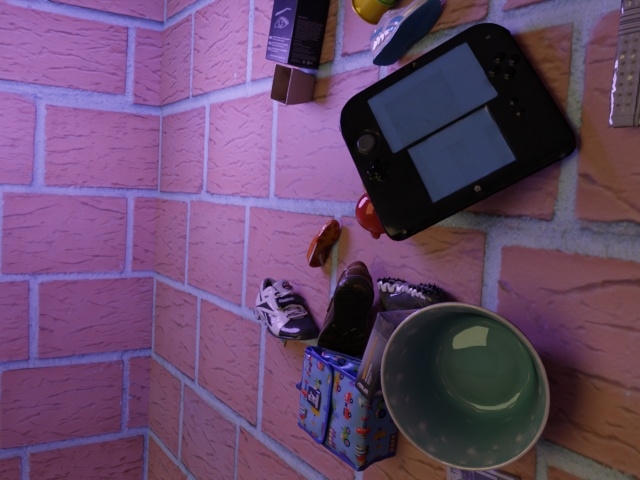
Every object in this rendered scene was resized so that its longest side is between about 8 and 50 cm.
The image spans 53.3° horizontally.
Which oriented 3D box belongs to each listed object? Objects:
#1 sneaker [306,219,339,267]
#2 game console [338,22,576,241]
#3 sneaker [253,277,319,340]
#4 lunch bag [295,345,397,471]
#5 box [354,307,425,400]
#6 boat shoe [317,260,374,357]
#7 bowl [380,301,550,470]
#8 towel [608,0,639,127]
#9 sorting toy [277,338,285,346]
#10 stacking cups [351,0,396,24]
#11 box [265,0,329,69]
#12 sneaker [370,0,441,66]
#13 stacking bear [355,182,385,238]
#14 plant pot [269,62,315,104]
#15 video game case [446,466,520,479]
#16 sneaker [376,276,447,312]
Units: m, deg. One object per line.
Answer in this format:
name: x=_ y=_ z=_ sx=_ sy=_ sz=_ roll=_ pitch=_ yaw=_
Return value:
sneaker: x=0.000 y=0.000 z=1.812 sx=0.175 sy=0.064 sz=0.067 roll=-58 pitch=34 yaw=35
game console: x=0.245 y=-0.221 z=1.253 sx=0.387 sy=0.060 sz=0.341 roll=-28 pitch=60 yaw=15
sneaker: x=-0.111 y=0.200 z=1.925 sx=0.331 sy=0.123 sz=0.146 roll=23 pitch=111 yaw=55
lunch bag: x=0.047 y=0.405 z=1.616 sx=0.293 sy=0.138 sz=0.220 roll=14 pitch=104 yaw=46
box: x=0.198 y=0.234 z=1.344 sx=0.056 sy=0.231 sz=0.183 roll=40 pitch=123 yaw=48
boat shoe: x=0.074 y=0.189 z=1.664 sx=0.120 sy=0.123 sz=0.324 roll=-78 pitch=4 yaw=-50
bowl: x=0.287 y=0.255 z=1.213 sx=0.312 sy=0.163 sz=0.311 roll=4 pitch=98 yaw=29
towel: x=0.582 y=-0.318 z=0.931 sx=0.312 sy=0.056 sz=0.324 roll=11 pitch=97 yaw=54
sorting toy: x=-0.132 y=0.296 z=2.059 sx=0.083 sy=0.012 sz=0.062 roll=40 pitch=123 yaw=50
stacking cups: x=0.201 y=-0.649 z=1.495 sx=0.316 sy=0.096 sz=0.096 roll=-40 pitch=57 yaw=44
box: x=-0.071 y=-0.622 z=1.881 sx=0.153 sy=0.108 sz=0.207 roll=35 pitch=118 yaw=52
sneaker: x=0.189 y=-0.509 z=1.498 sx=0.229 sy=0.087 sz=0.092 roll=-33 pitch=60 yaw=50
stacking bear: x=0.170 y=-0.136 z=1.471 sx=0.175 sy=0.164 sz=0.289 roll=61 pitch=142 yaw=37
plant pot: x=-0.078 y=-0.461 z=1.902 sx=0.109 sy=0.096 sz=0.109 roll=34 pitch=118 yaw=51
video game case: x=0.333 y=0.551 z=1.325 sx=0.190 sy=0.022 sz=0.173 roll=0 pitch=90 yaw=57
sneaker: x=0.210 y=0.149 z=1.474 sx=0.234 sy=0.078 sz=0.106 roll=8 pitch=99 yaw=61
